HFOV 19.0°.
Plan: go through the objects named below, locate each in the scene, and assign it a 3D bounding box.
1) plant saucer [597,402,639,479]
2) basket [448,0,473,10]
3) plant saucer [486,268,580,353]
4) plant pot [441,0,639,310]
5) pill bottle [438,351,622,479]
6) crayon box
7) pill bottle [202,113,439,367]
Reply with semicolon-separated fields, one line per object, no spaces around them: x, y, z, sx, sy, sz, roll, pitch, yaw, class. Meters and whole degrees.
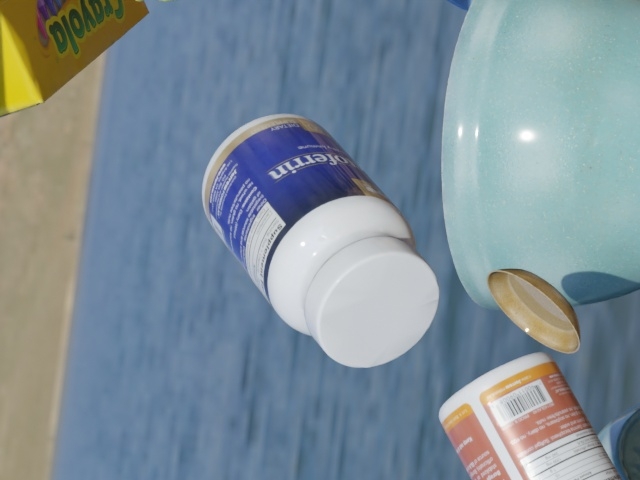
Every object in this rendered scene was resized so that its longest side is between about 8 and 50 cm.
0.457;0.265;2.154;0.318;0.317;0.044;-92;4;-54;plant saucer
0.072;-0.361;1.794;0.201;0.254;0.289;-55;-13;-24;basket
0.155;0.046;1.357;0.015;0.083;0.083;-47;-4;-17;plant saucer
0.244;-0.080;1.584;0.293;0.196;0.293;-16;-72;-62;plant pot
0.207;0.221;1.737;0.216;0.121;0.121;62;162;15;pill bottle
-0.323;-0.314;1.923;0.313;0.106;0.363;65;-161;-14;crayon box
0.000;0.000;1.838;0.265;0.153;0.153;50;137;49;pill bottle
